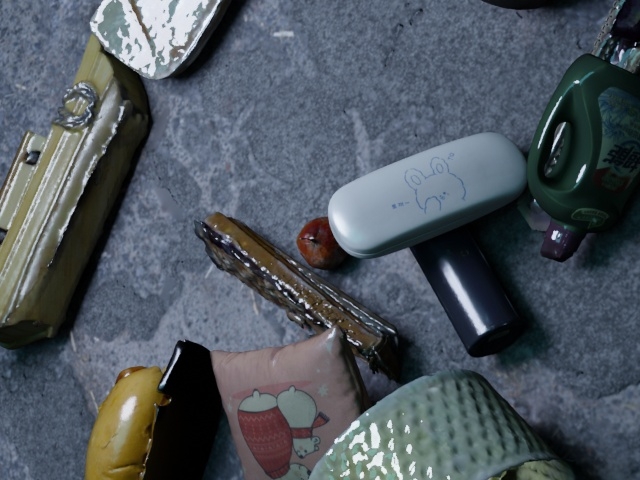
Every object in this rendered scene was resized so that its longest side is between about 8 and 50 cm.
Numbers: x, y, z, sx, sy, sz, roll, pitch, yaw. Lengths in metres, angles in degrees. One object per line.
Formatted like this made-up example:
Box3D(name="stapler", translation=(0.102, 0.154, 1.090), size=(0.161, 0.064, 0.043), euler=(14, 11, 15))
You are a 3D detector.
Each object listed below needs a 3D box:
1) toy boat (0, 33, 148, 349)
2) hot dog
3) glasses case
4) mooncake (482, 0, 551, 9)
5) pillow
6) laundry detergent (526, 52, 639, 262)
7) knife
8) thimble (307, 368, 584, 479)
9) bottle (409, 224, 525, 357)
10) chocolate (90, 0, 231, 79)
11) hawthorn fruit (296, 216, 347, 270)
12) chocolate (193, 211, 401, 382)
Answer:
Box3D(name="toy boat", translation=(-0.361, -0.061, 2.110), size=(0.162, 0.136, 0.445), euler=(23, 88, 31))
Box3D(name="hot dog", translation=(-0.235, 0.273, 1.905), size=(0.107, 0.194, 0.326), euler=(17, 76, 29))
Box3D(name="glasses case", translation=(0.121, -0.052, 1.739), size=(0.233, 0.059, 0.092), euler=(-20, 61, -11))
Box3D(name="mooncake", translation=(0.238, -0.409, 1.766), size=(0.306, 0.154, 0.306), euler=(-7, 77, 32))
Box3D(name="pillow", translation=(-0.021, 0.216, 1.815), size=(0.236, 0.084, 0.223), euler=(-13, 96, 39))
Box3D(name="laundry detergent", translation=(0.284, -0.081, 1.678), size=(0.222, 0.144, 0.078), euler=(-64, 27, 11))
Box3D(name="knife", translation=(0.320, -0.173, 1.726), size=(0.089, 0.043, 0.365), euler=(33, 99, 35))
Box3D(name="thimble", translation=(0.126, 0.274, 1.625), size=(0.271, 0.271, 0.150), euler=(-52, 55, 13))
Box3D(name="bottle", translation=(0.146, 0.018, 1.783), size=(0.244, 0.072, 0.082), euler=(63, 155, 26))
Box3D(name="chocolate", translation=(-0.178, -0.337, 2.071), size=(0.157, 0.080, 0.254), euler=(39, 103, 18))
Box3D(name="hawthorn fruit", translation=(0.000, 0.000, 1.865), size=(0.066, 0.103, 0.067), euler=(-2, 82, 13))
Box3D(name="chocolate", translation=(-0.025, 0.063, 1.879), size=(0.065, 0.102, 0.329), euler=(-45, 54, -15))
